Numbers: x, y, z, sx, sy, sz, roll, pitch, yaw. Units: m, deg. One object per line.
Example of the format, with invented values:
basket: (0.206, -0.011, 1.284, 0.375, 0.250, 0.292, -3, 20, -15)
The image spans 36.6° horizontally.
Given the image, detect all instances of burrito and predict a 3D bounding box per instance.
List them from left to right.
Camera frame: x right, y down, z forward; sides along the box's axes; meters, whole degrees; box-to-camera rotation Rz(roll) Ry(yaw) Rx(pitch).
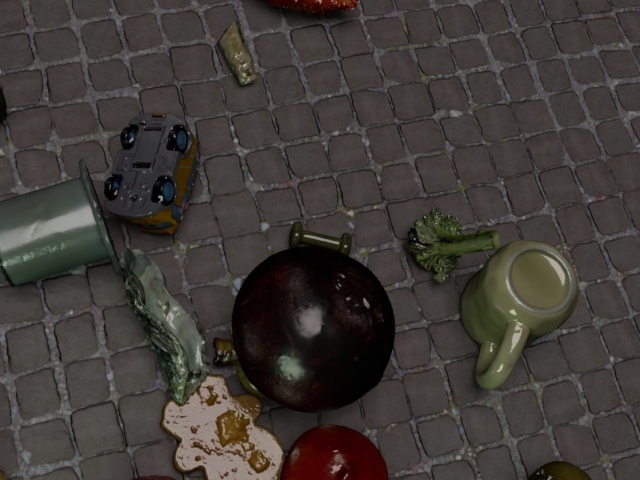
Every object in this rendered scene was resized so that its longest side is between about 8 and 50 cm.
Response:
burrito: (-0.168, -0.376, 1.934, 0.055, 0.041, 0.149, -10, 68, -29)

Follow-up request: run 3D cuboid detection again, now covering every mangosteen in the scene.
mangosteen: (-0.020, 0.160, 1.640, 0.297, 0.297, 0.293, 31, 109, 1)

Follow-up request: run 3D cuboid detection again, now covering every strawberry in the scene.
strawberry: (-0.031, -0.542, 1.997, 0.228, 0.098, 0.174, 16, 67, -8)

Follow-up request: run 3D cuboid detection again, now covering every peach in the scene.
peach: (0.022, 0.391, 1.593, 0.197, 0.197, 0.197, 4, 69, -10)

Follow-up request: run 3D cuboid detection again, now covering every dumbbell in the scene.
dumbbell: (0.000, 0.000, 1.820, 0.118, 0.046, 0.052, 12, 62, -7)

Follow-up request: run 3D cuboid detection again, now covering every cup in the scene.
cup: (0.333, 0.127, 1.753, 0.173, 0.202, 0.255, 45, 68, 7)

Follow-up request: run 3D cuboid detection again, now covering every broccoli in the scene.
broccoli: (0.254, 0.005, 1.792, 0.118, 0.204, 0.122, 50, 63, -25)

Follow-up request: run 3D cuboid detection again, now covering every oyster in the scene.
oyster: (-0.273, 0.130, 1.681, 0.087, 0.199, 0.252, -30, 109, 9)

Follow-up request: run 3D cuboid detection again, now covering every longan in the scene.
longan: (0.404, 0.453, 1.665, 0.145, 0.176, 0.154, -24, 30, 18)

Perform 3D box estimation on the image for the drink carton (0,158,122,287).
drink carton: (-0.461, -0.024, 1.667, 0.190, 0.191, 0.185, -14, 74, -10)

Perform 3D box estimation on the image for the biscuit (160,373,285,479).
biscuit: (-0.159, 0.349, 1.657, 0.184, 0.035, 0.249, -40, 80, -22)

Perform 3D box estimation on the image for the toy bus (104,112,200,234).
toy bus: (-0.295, -0.114, 1.752, 0.126, 0.136, 0.209, 3, 65, 21)

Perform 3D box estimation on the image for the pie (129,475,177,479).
pie: (-0.279, 0.486, 1.571, 0.219, 0.054, 0.204, -14, 73, -16)

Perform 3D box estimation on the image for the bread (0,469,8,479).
bread: (-0.582, 0.396, 1.528, 0.157, 0.083, 0.094, -34, 77, -23)

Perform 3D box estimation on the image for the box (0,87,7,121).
box: (-0.824, -0.187, 1.676, 0.420, 0.138, 0.372, 23, 66, -1)
